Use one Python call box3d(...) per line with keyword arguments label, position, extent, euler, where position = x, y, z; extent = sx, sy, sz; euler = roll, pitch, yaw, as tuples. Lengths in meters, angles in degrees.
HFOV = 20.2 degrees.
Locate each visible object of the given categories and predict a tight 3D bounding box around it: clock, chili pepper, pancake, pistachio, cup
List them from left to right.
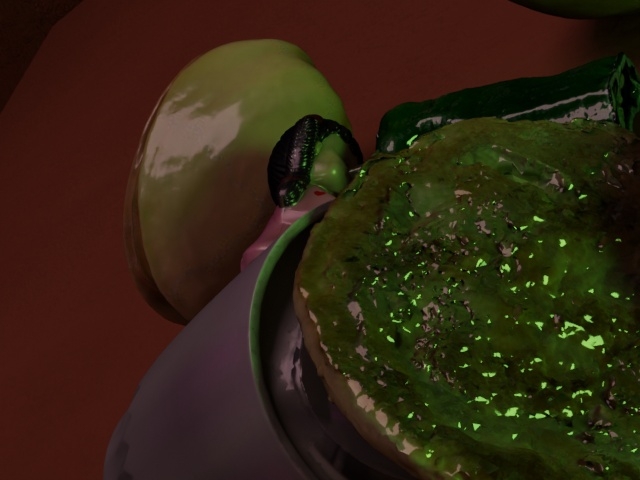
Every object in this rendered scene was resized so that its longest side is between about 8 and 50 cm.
box3d(label="pistachio", position=(-0.083, -0.059, 1.916), extent=(0.229, 0.238, 0.321), euler=(0, 71, 71))
box3d(label="cup", position=(-0.008, 0.139, 1.354), extent=(0.371, 0.253, 0.253), euler=(-38, 21, 54))
box3d(label="clock", position=(0.000, 0.000, 1.707), extent=(0.100, 0.194, 0.195), euler=(-3, 51, 20))
box3d(label="chili pepper", position=(0.151, -0.092, 1.617), extent=(0.270, 0.099, 0.136), euler=(-17, 40, 24))
box3d(label="pancake", position=(0.152, 0.043, 1.181), extent=(0.065, 0.356, 0.356), euler=(104, -173, -49))

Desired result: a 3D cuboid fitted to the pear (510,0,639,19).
box3d(label="pear", position=(0.259, -0.347, 1.664), extent=(0.304, 0.304, 0.304), euler=(-41, 22, 20))
